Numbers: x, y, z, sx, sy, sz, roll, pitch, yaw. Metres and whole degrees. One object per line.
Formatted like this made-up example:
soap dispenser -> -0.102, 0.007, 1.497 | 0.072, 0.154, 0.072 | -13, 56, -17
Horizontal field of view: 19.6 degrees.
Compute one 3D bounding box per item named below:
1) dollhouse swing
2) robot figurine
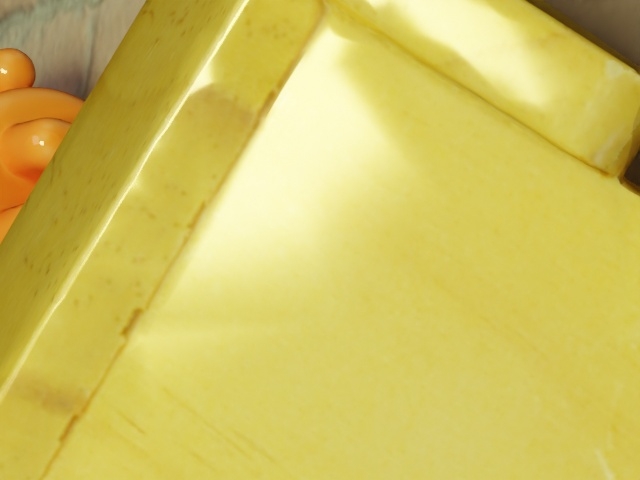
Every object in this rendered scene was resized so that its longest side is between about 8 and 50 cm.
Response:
dollhouse swing -> 0.026, 0.092, 0.640 | 0.347, 0.305, 0.315 | -58, 13, 11
robot figurine -> -0.173, -0.009, 0.968 | 0.219, 0.128, 0.158 | -13, 105, 50
